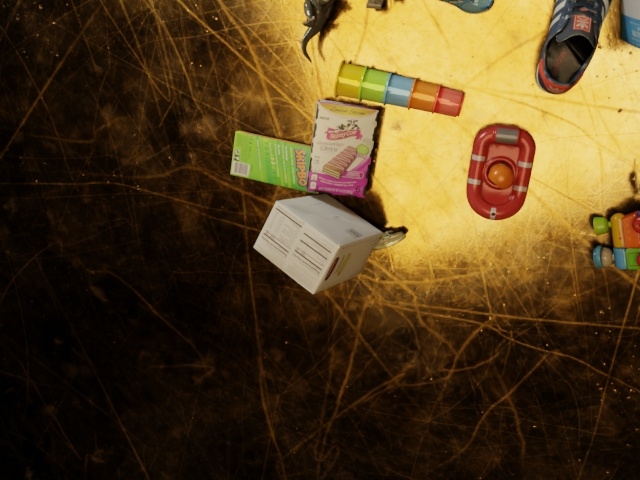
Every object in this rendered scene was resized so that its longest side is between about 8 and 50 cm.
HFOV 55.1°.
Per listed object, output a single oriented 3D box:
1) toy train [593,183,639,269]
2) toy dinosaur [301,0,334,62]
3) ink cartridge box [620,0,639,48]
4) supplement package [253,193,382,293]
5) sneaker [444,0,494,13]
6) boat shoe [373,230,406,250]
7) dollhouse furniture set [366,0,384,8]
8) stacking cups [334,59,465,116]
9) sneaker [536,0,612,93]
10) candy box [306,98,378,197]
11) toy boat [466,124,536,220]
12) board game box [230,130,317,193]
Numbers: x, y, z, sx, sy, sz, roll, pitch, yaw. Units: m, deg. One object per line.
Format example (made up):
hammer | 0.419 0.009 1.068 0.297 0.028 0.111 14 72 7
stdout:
toy train | 0.731 -0.047 1.488 0.143 0.105 0.247 -5 101 38
toy dinosaur | -0.003 -0.600 1.487 0.121 0.160 0.313 -5 112 15
ink cartridge box | 0.738 -0.555 1.254 0.198 0.197 0.270 -6 113 16
supplement package | 0.000 0.000 1.576 0.204 0.262 0.145 37 114 19
sneaker | 0.326 -0.575 1.438 0.162 0.073 0.063 18 110 9
boat shoe | 0.157 -0.003 1.670 0.153 0.056 0.048 -15 100 28
dollhouse furniture set | 0.183 -0.657 1.441 0.129 0.129 0.183 8 133 12
stacking cups | 0.195 -0.366 1.524 0.316 0.096 0.096 16 110 10
sneaker | 0.576 -0.495 1.357 0.131 0.148 0.349 12 109 11
candy box | 0.054 -0.238 1.596 0.159 0.071 0.233 6 108 -3
toy boat | 0.437 -0.159 1.495 0.151 0.151 0.231 9 108 12
board game box | -0.115 -0.215 1.685 0.260 0.039 0.124 14 109 12
